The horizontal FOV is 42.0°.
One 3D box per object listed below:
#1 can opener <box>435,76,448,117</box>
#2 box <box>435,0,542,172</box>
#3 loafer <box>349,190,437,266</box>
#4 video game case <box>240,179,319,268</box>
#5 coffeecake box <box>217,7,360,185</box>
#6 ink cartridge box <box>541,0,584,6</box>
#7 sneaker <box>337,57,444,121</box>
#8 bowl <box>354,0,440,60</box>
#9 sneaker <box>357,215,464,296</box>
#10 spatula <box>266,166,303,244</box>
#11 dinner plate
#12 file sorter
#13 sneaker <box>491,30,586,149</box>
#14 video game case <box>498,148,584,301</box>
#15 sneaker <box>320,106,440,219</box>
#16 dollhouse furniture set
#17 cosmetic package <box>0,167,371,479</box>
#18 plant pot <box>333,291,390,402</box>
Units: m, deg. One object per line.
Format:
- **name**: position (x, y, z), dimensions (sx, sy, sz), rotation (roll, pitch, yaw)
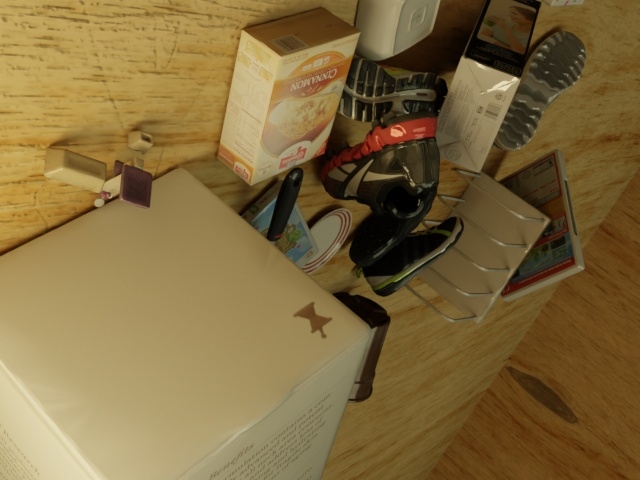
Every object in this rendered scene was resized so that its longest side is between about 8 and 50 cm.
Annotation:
- **can opener**: position (0.147, -0.221, 1.327), dimensions (0.059, 0.073, 0.186), rotation (-19, 175, 40)
- **box**: position (0.252, -0.253, 1.269), dimensions (0.290, 0.087, 0.169), rotation (-62, 172, -49)
- **loafer**: position (0.139, -0.028, 1.542), dimensions (0.223, 0.076, 0.078), rotation (-46, 148, -19)
- **video game case**: position (-0.097, 0.029, 1.262), dimensions (0.193, 0.023, 0.212), rotation (-44, 152, -11)
- **coffeecake box**: position (-0.042, -0.177, 1.029), dimensions (0.142, 0.068, 0.185), rotation (-29, 149, -41)
- **ink cartridge box**: position (0.384, -0.444, 1.358), dimensions (0.143, 0.090, 0.092), rotation (-19, 141, -48)
- **sneaker**: position (0.068, -0.209, 1.164), dimensions (0.208, 0.094, 0.082), rotation (2, 105, -35)
- **bowl**: position (0.113, -0.313, 1.125), dimensions (0.142, 0.053, 0.142), rotation (-36, 153, -32)
- **sneaker**: position (0.175, 0.012, 1.626), dimensions (0.234, 0.097, 0.084), rotation (-38, -175, -9)
- **spatula**: position (-0.078, 0.005, 1.174), dimensions (0.084, 0.030, 0.296), rotation (-23, 154, -41)
- **dinner plate**: position (0.000, 0.000, 1.415), dimensions (0.141, 0.017, 0.141), rotation (-40, 153, -25)
- **file sorter**: position (0.306, 0.013, 1.754), dimensions (0.173, 0.193, 0.278), rotation (1, 124, -57)
- **sneaker**: position (0.413, -0.298, 1.649), dimensions (0.281, 0.105, 0.115), rotation (-51, -170, -9)
- **video game case**: position (0.457, -0.032, 1.799), dimensions (0.025, 0.285, 0.204), rotation (19, 146, -34)
- **sneaker**: position (0.083, -0.086, 1.188), dimensions (0.097, 0.135, 0.276), rotation (-12, 174, -27)
- **dollhouse furniture set**: position (-0.248, -0.080, 0.885), dimensions (0.114, 0.091, 0.081), rotation (18, 153, -42)
- **cosmetic package**: position (-0.193, 0.201, 0.988), dimensions (0.329, 0.327, 0.394), rotation (-32, 151, -36)
- **plant pot**: position (0.053, 0.202, 1.637), dimensions (0.167, 0.167, 0.165), rotation (-11, 127, -55)
